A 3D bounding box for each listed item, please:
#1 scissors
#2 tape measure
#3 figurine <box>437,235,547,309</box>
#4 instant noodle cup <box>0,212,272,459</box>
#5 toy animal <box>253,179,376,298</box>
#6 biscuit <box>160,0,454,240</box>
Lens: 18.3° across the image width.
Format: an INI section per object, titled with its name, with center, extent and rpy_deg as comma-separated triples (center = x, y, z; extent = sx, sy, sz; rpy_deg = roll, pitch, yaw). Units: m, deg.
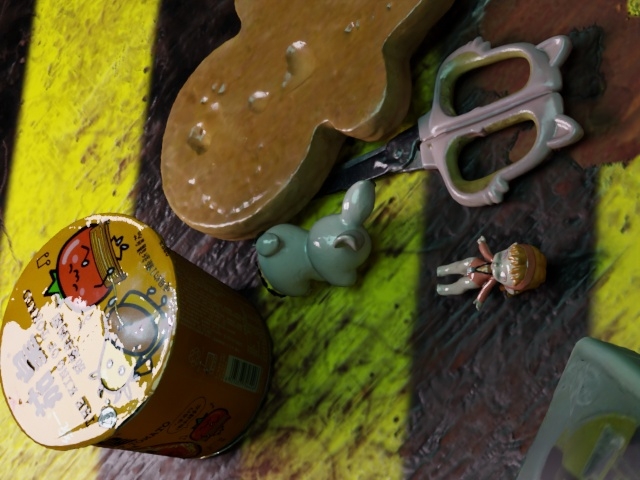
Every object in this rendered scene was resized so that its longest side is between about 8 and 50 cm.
[scissors]
center = 0.093, -0.086, 1.769
extent = 0.317, 0.024, 0.160
rpy_deg = -20, 64, 34
[tape measure]
center = 0.233, 0.221, 1.415
extent = 0.262, 0.138, 0.259
rpy_deg = -60, 25, 7
[figurine]
center = 0.144, 0.026, 1.671
extent = 0.109, 0.047, 0.064
rpy_deg = -11, 73, 44
[instant noodle cup]
center = -0.158, 0.100, 1.791
extent = 0.216, 0.172, 0.215
rpy_deg = -15, 65, 34
[toy animal]
center = 0.003, 0.004, 1.772
extent = 0.124, 0.085, 0.071
rpy_deg = -11, 49, 29
[biscuit]
center = -0.016, -0.154, 1.856
extent = 0.355, 0.052, 0.275
rpy_deg = -54, 44, 10
